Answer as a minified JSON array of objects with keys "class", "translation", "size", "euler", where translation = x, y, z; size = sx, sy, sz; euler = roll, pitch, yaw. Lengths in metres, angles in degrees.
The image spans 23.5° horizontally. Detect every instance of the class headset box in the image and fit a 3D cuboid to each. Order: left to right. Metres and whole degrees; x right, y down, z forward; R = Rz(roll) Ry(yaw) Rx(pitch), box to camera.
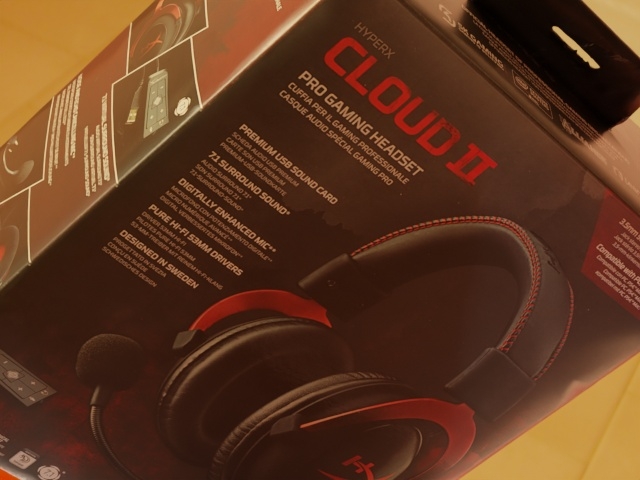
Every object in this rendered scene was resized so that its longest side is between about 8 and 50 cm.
[{"class":"headset box","translation":[0.000,0.000,0.632],"size":[0.293,0.110,0.218],"euler":[-39,-57,22]}]
